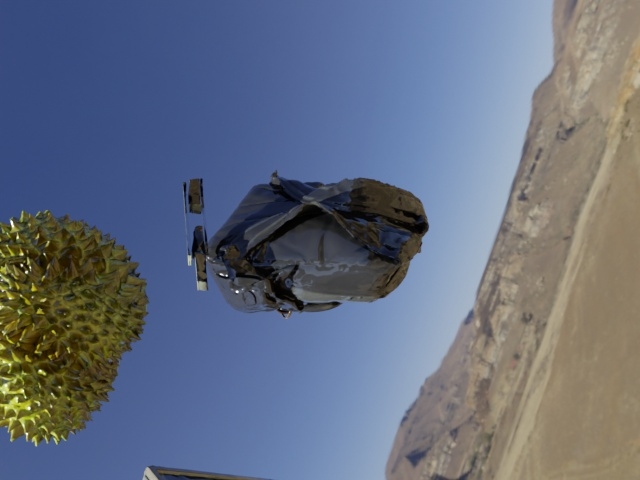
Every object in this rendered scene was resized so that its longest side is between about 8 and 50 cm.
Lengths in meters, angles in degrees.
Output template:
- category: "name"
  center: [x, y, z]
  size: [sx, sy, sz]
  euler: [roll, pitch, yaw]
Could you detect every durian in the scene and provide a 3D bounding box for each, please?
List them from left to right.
- category: "durian"
  center: [-0.337, 0.103, 0.724]
  size: [0.224, 0.291, 0.291]
  euler: [-7, -61, -37]

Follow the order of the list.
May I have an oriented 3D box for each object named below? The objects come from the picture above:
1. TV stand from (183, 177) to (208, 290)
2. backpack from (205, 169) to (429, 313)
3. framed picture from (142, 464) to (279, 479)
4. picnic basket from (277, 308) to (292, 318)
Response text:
- category: "TV stand"
  center: [-0.238, -0.016, 1.072]
  size: [0.036, 0.042, 0.249]
  euler: [108, 155, -51]
- category: "backpack"
  center: [0.000, 0.000, 1.153]
  size: [0.363, 0.445, 0.255]
  euler: [-67, -28, -51]
- category: "framed picture"
  center: [-0.100, 0.380, 0.776]
  size: [0.260, 0.189, 0.023]
  euler: [28, -97, -41]
- category: "picnic basket"
  center: [-0.080, 0.144, 1.311]
  size: [0.083, 0.072, 0.072]
  euler: [41, 117, 63]
